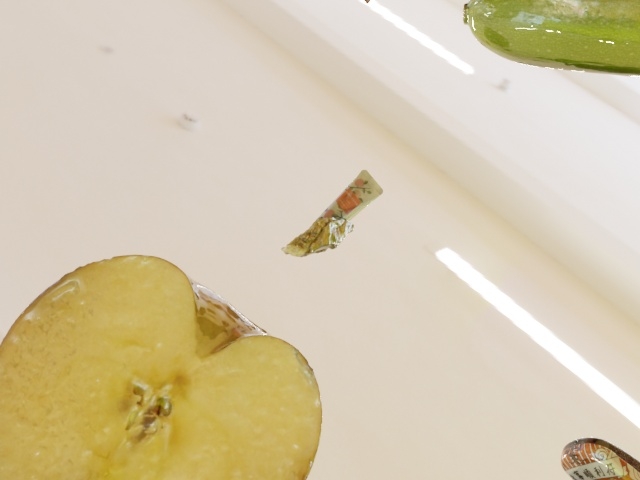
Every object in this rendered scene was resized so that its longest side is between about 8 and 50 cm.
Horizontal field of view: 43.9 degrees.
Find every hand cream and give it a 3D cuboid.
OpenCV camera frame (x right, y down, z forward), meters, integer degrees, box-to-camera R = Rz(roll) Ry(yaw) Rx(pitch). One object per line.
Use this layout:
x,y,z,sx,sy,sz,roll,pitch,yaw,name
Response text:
0.047,-0.066,1.910,0.080,0.234,0.050,52,-162,21,hand cream

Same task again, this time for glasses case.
0.521,0.421,1.336,0.267,0.103,0.067,37,-133,-8,glasses case

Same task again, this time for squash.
0.280,-0.166,0.602,0.341,0.094,0.094,4,-145,-1,squash

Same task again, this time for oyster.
0.001,-0.001,0.886,0.093,0.051,0.034,-26,-105,-12,oyster

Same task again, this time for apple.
-0.149,0.170,0.757,0.293,0.163,0.251,33,-106,10,apple

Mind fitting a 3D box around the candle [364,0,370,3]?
0.134,-0.563,1.648,0.053,0.162,0.048,-15,-110,-47,candle
